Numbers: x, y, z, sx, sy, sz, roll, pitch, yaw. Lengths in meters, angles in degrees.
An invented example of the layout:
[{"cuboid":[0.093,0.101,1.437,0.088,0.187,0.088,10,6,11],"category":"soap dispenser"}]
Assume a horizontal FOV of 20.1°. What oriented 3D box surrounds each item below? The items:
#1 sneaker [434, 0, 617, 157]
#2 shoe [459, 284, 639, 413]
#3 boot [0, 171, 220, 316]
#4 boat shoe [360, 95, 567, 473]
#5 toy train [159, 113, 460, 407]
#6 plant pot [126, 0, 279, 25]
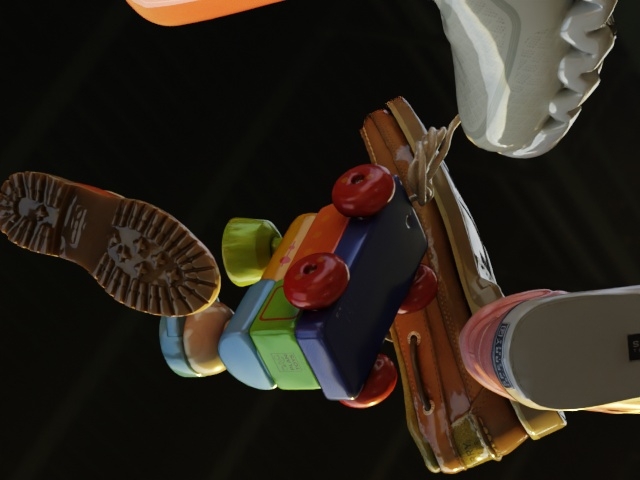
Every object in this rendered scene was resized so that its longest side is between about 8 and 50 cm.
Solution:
[{"cuboid":[0.050,-0.154,0.683,0.118,0.110,0.292,-11,-50,-5],"category":"sneaker"},{"cuboid":[0.151,0.044,0.778,0.178,0.081,0.063,-1,-89,-12],"category":"shoe"},{"cuboid":[-0.109,0.001,1.078,0.084,0.158,0.059,11,-77,-59],"category":"boot"},{"cuboid":[0.069,0.024,1.284,0.104,0.307,0.110,-27,-41,8],"category":"boat shoe"},{"cuboid":[0.000,0.000,1.200,0.105,0.143,0.248,65,-144,-33],"category":"toy train"},{"cuboid":[-0.029,-0.312,1.452,0.275,0.243,0.275,-1,-90,-70],"category":"plant pot"}]
